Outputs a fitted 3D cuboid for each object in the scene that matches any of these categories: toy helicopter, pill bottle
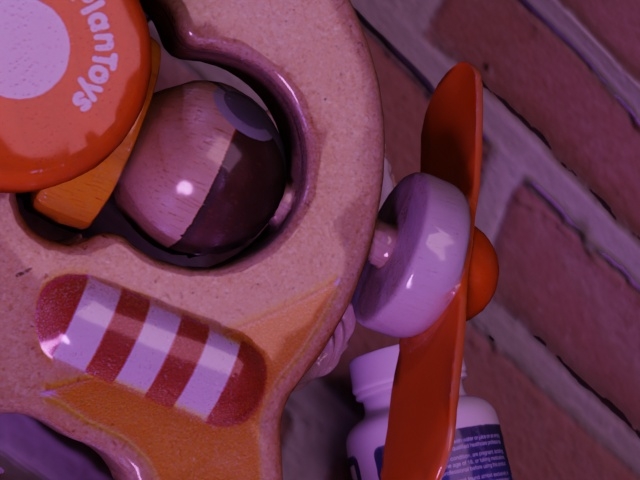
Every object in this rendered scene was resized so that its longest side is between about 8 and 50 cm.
[{"bbox_3d":[-0.030,0.054,0.512,0.235,0.140,0.355,-7,91,-22],"label":"toy helicopter"},{"bbox_3d":[0.048,0.105,0.604,0.067,0.067,0.120,-1,72,-39],"label":"pill bottle"}]

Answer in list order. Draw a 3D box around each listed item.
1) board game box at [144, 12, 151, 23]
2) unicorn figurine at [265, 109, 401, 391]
[{"bbox_3d":[-0.102,-0.246,0.582,0.142,0.144,0.275,16,61,-32],"label":"board game box"},{"bbox_3d":[0.000,0.000,0.615,0.162,0.060,0.111,-20,80,-39],"label":"unicorn figurine"}]
